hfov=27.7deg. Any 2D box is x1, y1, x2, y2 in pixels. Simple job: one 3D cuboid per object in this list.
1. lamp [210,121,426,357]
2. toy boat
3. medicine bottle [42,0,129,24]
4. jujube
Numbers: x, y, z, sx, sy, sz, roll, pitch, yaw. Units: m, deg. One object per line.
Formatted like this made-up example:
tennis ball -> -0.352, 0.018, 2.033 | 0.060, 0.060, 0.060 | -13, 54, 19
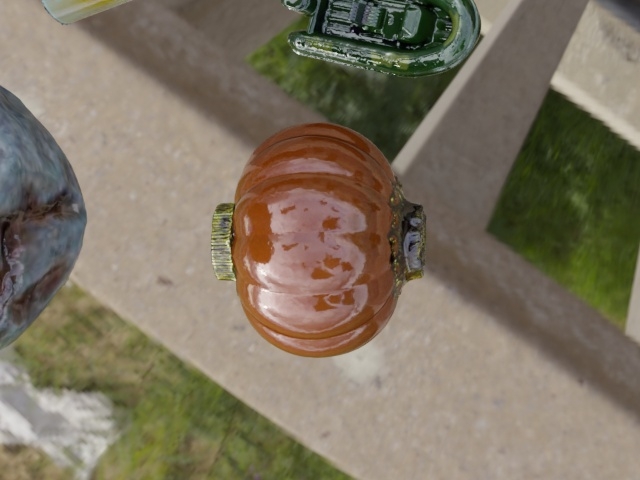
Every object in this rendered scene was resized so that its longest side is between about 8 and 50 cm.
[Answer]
lamp -> 0.000, 0.000, 1.208 | 0.196, 0.223, 0.223 | -1, 112, 7
toy boat -> 0.059, -0.215, 1.251 | 0.210, 0.052, 0.104 | 17, 92, 27
medicine bottle -> -0.146, -0.253, 1.139 | 0.218, 0.074, 0.074 | -15, 107, 25
jujube -> -0.342, -0.037, 1.075 | 0.308, 0.246, 0.215 | 52, 146, 19
